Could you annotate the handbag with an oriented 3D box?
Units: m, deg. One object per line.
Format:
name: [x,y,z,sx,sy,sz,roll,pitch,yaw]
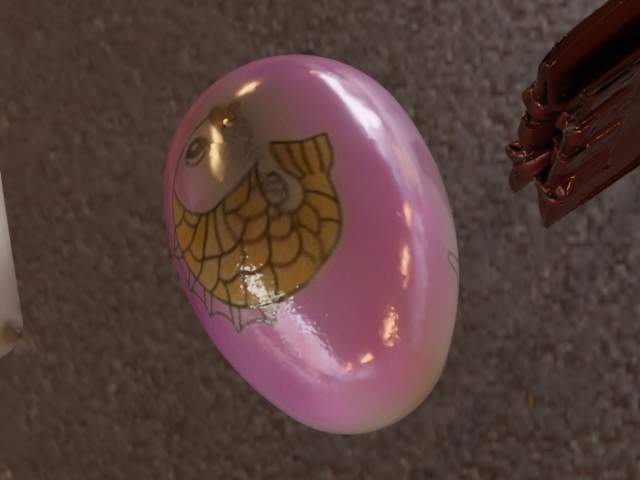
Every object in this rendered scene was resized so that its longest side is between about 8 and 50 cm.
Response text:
handbag: [0.284,-0.149,1.547,0.275,0.260,0.084,-37,73,-13]

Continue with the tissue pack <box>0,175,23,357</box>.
tissue pack: [-0.328,0.041,1.179,0.246,0.136,0.159,-35,51,24]

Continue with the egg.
egg: [0.000,0.000,1.240,0.196,0.196,0.271,-28,65,-14]
